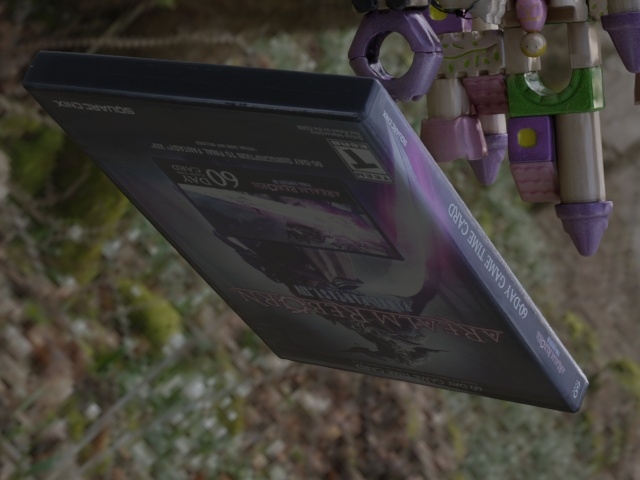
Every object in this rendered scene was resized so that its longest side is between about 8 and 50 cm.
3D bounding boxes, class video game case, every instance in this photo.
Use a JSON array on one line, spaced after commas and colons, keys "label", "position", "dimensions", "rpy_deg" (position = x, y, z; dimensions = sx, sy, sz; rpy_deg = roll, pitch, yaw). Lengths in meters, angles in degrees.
[{"label": "video game case", "position": [0.000, 0.000, 0.932], "dimensions": [0.274, 0.196, 0.026], "rpy_deg": [51, 55, -47]}]

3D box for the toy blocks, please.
[{"label": "toy blocks", "position": [0.211, -0.108, 1.702], "dimensions": [0.309, 0.288, 0.260], "rpy_deg": [-14, 101, -67]}]
